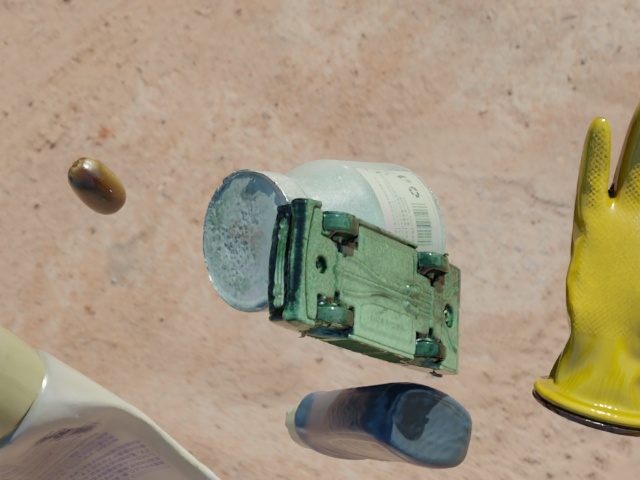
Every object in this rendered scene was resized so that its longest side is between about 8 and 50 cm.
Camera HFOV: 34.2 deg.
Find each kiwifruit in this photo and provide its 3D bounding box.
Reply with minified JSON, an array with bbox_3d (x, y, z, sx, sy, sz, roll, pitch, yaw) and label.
[{"bbox_3d":[-0.394,-0.095,1.842,0.075,0.124,0.075,-18,45,19],"label":"kiwifruit"}]

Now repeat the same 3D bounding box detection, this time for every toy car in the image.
[{"bbox_3d":[0.053,0.063,1.127,0.097,0.321,0.141,-8,70,37],"label":"toy car"}]

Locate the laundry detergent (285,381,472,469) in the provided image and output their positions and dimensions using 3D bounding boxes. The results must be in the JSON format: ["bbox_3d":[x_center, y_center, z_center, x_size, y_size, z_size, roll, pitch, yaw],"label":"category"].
[{"bbox_3d":[0.055,0.232,1.321,0.290,0.143,0.094,-12,62,58],"label":"laundry detergent"}]

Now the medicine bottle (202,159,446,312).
[{"bbox_3d":[0.000,0.000,1.500,0.245,0.290,0.244,0,90,47],"label":"medicine bottle"}]

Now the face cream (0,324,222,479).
[{"bbox_3d":[-0.159,0.133,0.661,0.114,0.224,0.070,-26,44,16],"label":"face cream"}]

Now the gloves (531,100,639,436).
[{"bbox_3d":[0.277,0.012,0.910,0.133,0.116,0.294,14,100,6],"label":"gloves"}]
